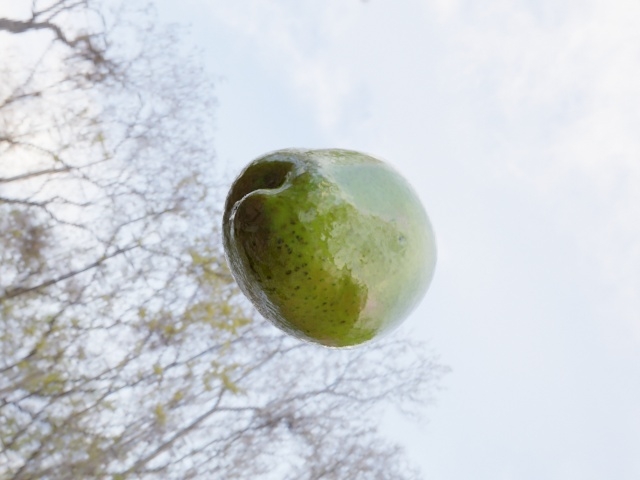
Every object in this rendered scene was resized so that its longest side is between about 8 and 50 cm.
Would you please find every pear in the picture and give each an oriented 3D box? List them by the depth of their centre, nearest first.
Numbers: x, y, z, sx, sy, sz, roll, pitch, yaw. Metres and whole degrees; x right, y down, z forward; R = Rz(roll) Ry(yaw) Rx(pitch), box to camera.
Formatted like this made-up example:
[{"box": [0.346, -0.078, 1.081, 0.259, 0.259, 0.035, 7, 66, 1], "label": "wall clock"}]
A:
[{"box": [0.000, 0.000, 0.828, 0.188, 0.220, 0.187, -12, -111, 35], "label": "pear"}]
